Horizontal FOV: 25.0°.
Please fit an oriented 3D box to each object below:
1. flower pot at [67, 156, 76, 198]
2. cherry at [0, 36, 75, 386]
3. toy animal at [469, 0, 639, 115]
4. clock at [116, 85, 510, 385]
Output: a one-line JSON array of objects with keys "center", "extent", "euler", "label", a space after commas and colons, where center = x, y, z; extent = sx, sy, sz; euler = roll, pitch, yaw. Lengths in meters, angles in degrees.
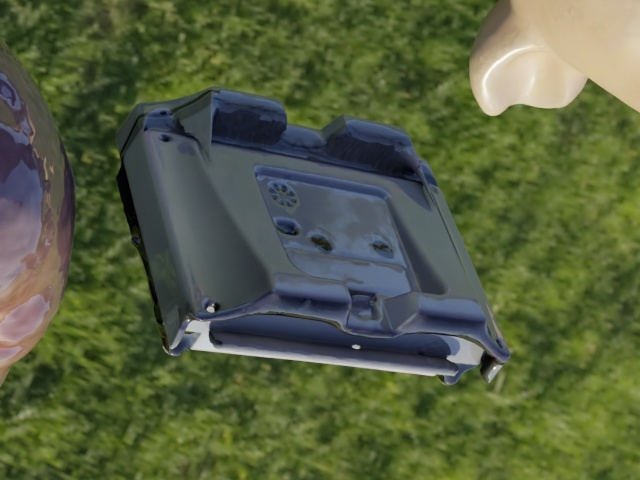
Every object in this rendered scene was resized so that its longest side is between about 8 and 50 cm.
[{"center": [-0.311, -0.071, 1.091], "extent": [0.212, 0.212, 0.202], "euler": [-58, 162, -21], "label": "flower pot"}, {"center": [-0.209, -0.005, 0.577], "extent": [0.236, 0.285, 0.213], "euler": [-42, 159, 23], "label": "cherry"}, {"center": [0.214, -0.117, 0.606], "extent": [0.256, 0.213, 0.195], "euler": [8, 103, -16], "label": "toy animal"}, {"center": [0.000, 0.000, 0.938], "extent": [0.253, 0.186, 0.083], "euler": [9, 135, -32], "label": "clock"}]
